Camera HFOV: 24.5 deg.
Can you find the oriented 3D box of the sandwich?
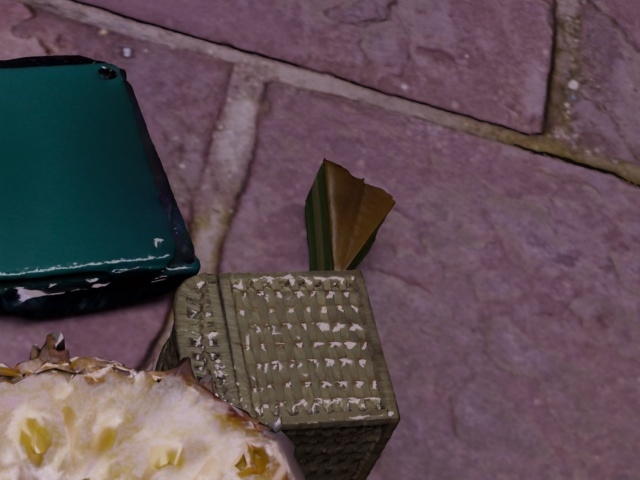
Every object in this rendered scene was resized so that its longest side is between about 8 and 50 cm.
[{"bbox_3d":[0.000,0.000,1.260,0.074,0.074,0.116,32,50,6],"label":"sandwich"}]

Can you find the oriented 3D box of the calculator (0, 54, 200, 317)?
[{"bbox_3d":[-0.263,-0.045,1.219,0.274,0.058,0.248,-8,54,-24],"label":"calculator"}]

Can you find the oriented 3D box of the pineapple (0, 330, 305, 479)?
[{"bbox_3d":[-0.152,0.244,0.851,0.352,0.300,0.352,6,61,-11],"label":"pineapple"}]

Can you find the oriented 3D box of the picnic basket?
[{"bbox_3d":[-0.053,0.127,1.057,0.154,0.196,0.134,1,53,-17],"label":"picnic basket"}]
